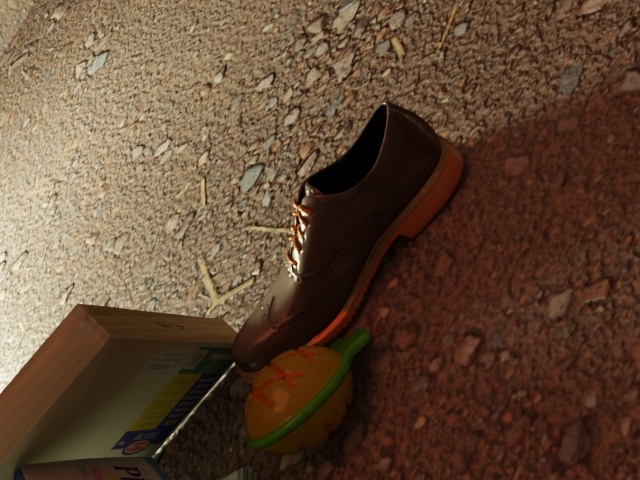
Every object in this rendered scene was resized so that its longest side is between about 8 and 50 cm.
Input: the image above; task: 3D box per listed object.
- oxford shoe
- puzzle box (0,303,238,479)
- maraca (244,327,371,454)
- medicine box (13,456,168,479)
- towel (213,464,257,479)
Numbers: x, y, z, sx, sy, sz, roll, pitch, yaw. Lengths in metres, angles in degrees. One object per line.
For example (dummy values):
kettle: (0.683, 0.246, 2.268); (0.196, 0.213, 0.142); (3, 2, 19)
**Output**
oxford shoe: (0.000, 0.000, 1.347); (0.364, 0.132, 0.130); (-52, 31, 1)
puzzle box: (-0.244, 0.194, 1.287); (0.052, 0.409, 0.272); (42, 95, 15)
maraca: (-0.012, 0.155, 1.247); (0.127, 0.099, 0.186); (-26, 15, 46)
medicine box: (-0.195, 0.387, 1.080); (0.263, 0.149, 0.289); (34, 120, 59)
towel: (-0.135, 0.320, 1.307); (0.152, 0.023, 0.113); (-29, 37, 33)
